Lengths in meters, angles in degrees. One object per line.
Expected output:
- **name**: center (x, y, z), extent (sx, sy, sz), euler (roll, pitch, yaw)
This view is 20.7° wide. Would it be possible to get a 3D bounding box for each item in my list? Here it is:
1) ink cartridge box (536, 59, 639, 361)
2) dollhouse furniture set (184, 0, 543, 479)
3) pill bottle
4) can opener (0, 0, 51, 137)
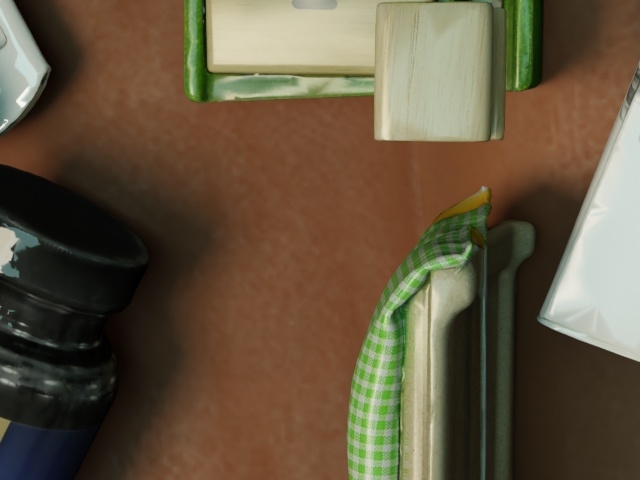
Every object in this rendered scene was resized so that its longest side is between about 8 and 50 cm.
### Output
- **ink cartridge box**: center (0.159, -0.051, 0.671), extent (0.082, 0.139, 0.191), euler (21, 101, 10)
- **dollhouse furniture set**: center (0.000, 0.000, 0.689), extent (0.151, 0.197, 0.302), euler (2, 95, 14)
- **pill bottle**: center (-0.165, 0.081, 0.781), extent (0.122, 0.123, 0.219), euler (30, 103, 11)
- **can opener**: center (-0.218, -0.166, 0.785), extent (0.076, 0.095, 0.283), euler (-30, 87, 15)
